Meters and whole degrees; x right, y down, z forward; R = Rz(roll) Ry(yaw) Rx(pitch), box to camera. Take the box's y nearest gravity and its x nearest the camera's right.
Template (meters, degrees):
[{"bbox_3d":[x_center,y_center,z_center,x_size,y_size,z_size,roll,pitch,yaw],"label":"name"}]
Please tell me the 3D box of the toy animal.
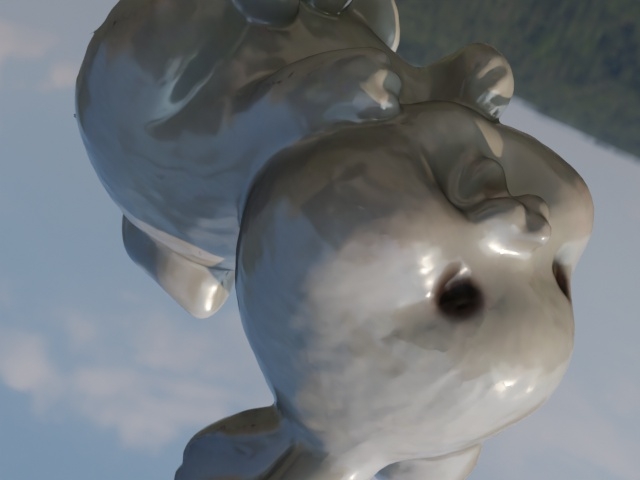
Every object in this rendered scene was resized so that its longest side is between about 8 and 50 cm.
[{"bbox_3d":[-0.004,-0.001,0.610,0.127,0.178,0.193,-11,-116,-46],"label":"toy animal"}]
